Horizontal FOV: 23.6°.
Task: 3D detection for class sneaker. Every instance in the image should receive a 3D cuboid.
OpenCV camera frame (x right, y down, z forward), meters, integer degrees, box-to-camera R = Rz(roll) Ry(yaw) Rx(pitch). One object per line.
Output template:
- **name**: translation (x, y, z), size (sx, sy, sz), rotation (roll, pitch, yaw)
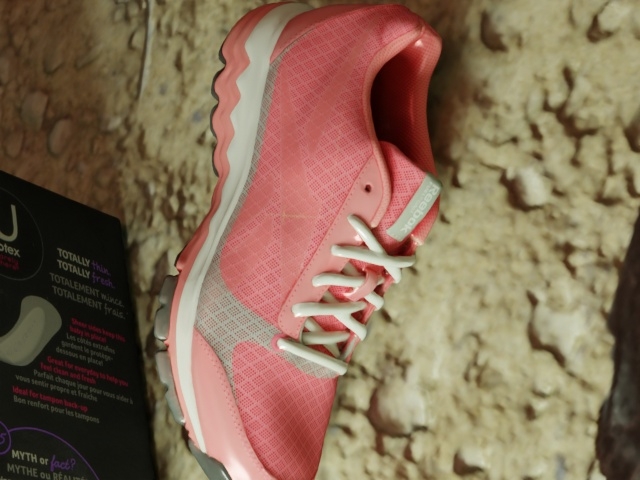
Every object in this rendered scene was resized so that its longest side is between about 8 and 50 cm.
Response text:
- **sneaker**: translation (0.000, -0.001, 0.864), size (0.136, 0.116, 0.313), rotation (-5, 71, 35)

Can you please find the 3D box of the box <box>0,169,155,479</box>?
- **box**: translation (-0.213, 0.107, 0.956), size (0.143, 0.165, 0.270), rotation (-27, 59, 28)
